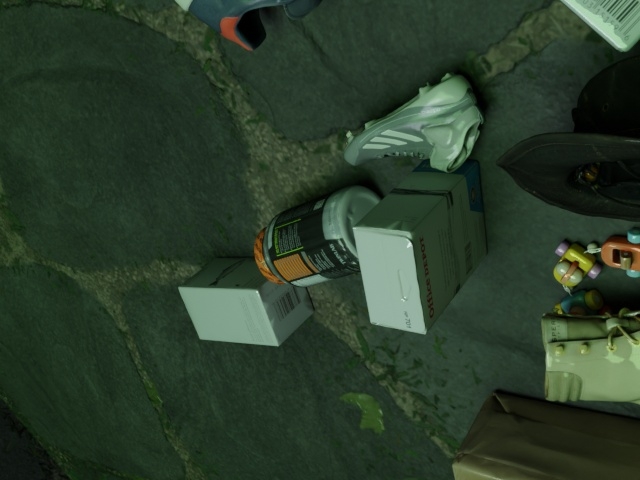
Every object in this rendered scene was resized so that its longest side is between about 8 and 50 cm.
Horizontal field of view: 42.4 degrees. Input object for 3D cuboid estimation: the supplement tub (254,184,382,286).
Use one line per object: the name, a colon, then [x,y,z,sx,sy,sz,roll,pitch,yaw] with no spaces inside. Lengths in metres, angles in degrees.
supplement tub: [0.000,0.000,1.161,0.190,0.117,0.117,-17,107,45]

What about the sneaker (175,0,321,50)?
sneaker: [-0.028,-0.352,0.946,0.148,0.131,0.350,42,138,-12]

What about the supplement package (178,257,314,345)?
supplement package: [-0.121,0.095,1.333,0.179,0.105,0.105,-1,118,38]

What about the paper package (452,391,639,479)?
paper package: [0.358,0.398,1.118,0.309,0.168,0.325,6,123,38]

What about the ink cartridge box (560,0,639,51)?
ink cartridge box: [0.261,-0.352,0.751,0.275,0.060,0.239,44,112,6]

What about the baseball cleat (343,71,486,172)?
baseball cleat: [0.111,-0.118,1.012,0.206,0.072,0.110,-32,82,47]

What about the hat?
hat: [0.341,-0.102,0.780,0.331,0.331,0.134,6,80,36]

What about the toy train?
toy train: [0.336,0.060,0.985,0.125,0.046,0.166,15,127,31]

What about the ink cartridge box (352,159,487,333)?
ink cartridge box: [0.128,0.002,1.005,0.082,0.190,0.140,9,124,34]

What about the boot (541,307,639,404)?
boot: [0.354,0.094,0.926,0.203,0.095,0.262,5,130,14]
